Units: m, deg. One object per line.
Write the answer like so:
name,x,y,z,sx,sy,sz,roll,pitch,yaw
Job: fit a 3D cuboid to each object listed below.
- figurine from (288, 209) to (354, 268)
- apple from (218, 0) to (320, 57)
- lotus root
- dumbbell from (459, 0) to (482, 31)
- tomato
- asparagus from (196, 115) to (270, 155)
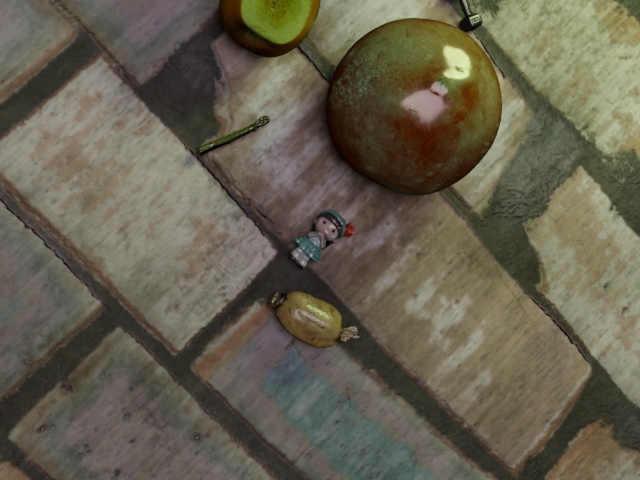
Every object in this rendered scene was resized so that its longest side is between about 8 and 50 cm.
figurine,0.000,0.000,1.599,0.060,0.047,0.106,44,80,6
apple,-0.075,-0.354,1.529,0.146,0.163,0.147,26,85,-14
lotus root,-0.010,0.125,1.584,0.152,0.063,0.072,23,72,-11
dumbbell,0.238,-0.386,1.690,0.036,0.040,0.083,-27,97,-46
tomato,0.148,-0.206,1.561,0.270,0.222,0.270,2,84,-18
asparagus,-0.132,-0.162,1.581,0.127,0.018,0.015,-28,56,-18
